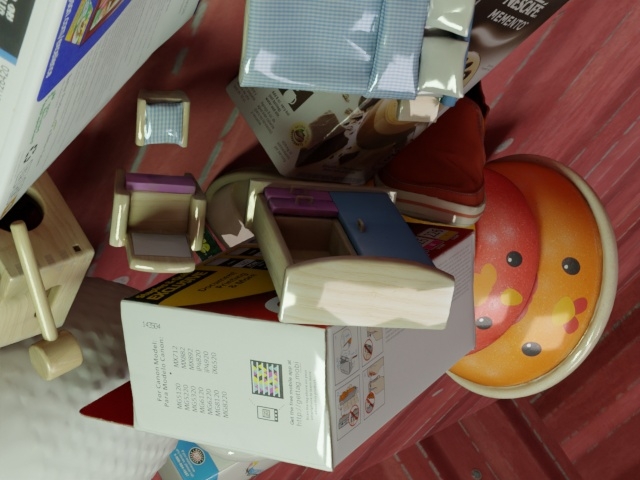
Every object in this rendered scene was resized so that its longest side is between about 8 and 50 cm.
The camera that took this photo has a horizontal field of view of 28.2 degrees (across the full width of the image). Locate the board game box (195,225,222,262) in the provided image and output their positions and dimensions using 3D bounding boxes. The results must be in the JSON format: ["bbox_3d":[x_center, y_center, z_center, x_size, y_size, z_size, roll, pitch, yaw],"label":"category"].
[{"bbox_3d":[-0.107,0.047,1.499,0.030,0.136,0.260,-35,162,-4],"label":"board game box"}]

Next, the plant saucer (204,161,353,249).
[{"bbox_3d":[0.000,0.000,1.423,0.278,0.277,0.041,105,11,-64],"label":"plant saucer"}]

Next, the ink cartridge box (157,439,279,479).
[{"bbox_3d":[-0.146,0.277,1.954,0.232,0.171,0.168,-26,161,-20],"label":"ink cartridge box"}]

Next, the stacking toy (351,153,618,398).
[{"bbox_3d":[0.131,0.021,1.680,0.479,0.351,0.350,11,134,-43],"label":"stacking toy"}]

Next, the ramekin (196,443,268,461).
[{"bbox_3d":[-0.101,0.195,1.788,0.207,0.207,0.109,-25,151,-24],"label":"ramekin"}]

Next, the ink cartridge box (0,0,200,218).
[{"bbox_3d":[-0.144,-0.189,0.874,0.307,0.072,0.304,-60,-178,-41],"label":"ink cartridge box"}]

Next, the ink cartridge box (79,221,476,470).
[{"bbox_3d":[-0.037,0.075,1.189,0.271,0.130,0.309,6,-162,28],"label":"ink cartridge box"}]

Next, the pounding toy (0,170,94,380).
[{"bbox_3d":[-0.242,0.021,1.089,0.094,0.206,0.181,-20,157,-36],"label":"pounding toy"}]

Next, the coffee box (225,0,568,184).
[{"bbox_3d":[0.078,-0.192,1.230,0.297,0.119,0.168,-42,161,23],"label":"coffee box"}]

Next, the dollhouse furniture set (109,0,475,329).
[{"bbox_3d":[-0.010,-0.113,1.014,0.286,0.198,0.303,3,112,-14],"label":"dollhouse furniture set"}]

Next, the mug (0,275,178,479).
[{"bbox_3d":[-0.306,0.214,1.308,0.328,0.276,0.374,-24,138,-50],"label":"mug"}]

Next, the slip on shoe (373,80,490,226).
[{"bbox_3d":[0.130,-0.107,1.386,0.331,0.123,0.101,-69,170,-62],"label":"slip on shoe"}]
